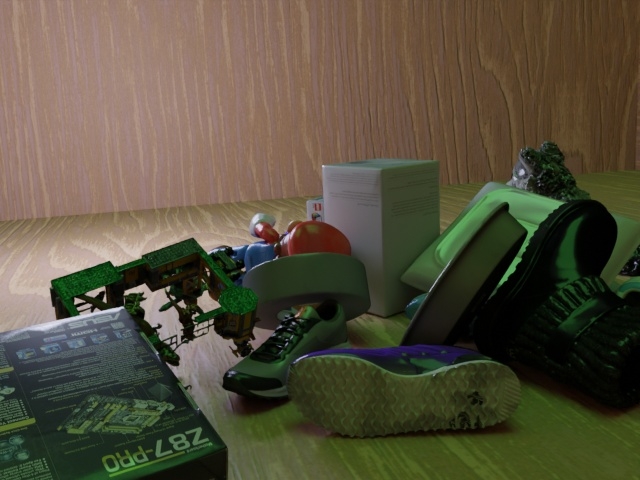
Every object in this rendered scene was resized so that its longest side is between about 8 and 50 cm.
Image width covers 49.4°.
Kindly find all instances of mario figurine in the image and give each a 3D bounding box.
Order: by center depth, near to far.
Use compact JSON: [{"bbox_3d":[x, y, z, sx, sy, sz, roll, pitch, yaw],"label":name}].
[{"bbox_3d":[-0.073,0.049,1.422,0.321,0.198,0.170,-13,26,31],"label":"mario figurine"}]

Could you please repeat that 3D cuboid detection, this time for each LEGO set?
[{"bbox_3d":[-0.266,0.152,1.109,0.331,0.192,0.255,-29,54,-37],"label":"LEGO set"}]

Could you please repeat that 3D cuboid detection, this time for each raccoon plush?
[{"bbox_3d":[0.655,-0.086,1.656,0.446,0.299,0.216,3,12,25],"label":"raccoon plush"}]

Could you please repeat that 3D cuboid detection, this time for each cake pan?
[{"bbox_3d":[0.223,0.077,1.069,0.054,0.293,0.293,36,25,17],"label":"cake pan"}]

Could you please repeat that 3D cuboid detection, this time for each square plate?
[{"bbox_3d":[0.382,0.013,1.314,0.344,0.049,0.347,21,52,37],"label":"square plate"}]

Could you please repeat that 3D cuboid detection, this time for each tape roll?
[{"bbox_3d":[-0.025,0.094,1.213,0.219,0.072,0.219,-6,-22,-2],"label":"tape roll"}]

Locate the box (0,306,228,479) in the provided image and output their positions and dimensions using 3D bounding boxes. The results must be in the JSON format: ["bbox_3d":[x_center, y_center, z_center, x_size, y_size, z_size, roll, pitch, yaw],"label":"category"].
[{"bbox_3d":[-0.339,0.210,0.716,0.395,0.097,0.318,-10,26,-33],"label":"box"}]

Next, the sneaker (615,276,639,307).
[{"bbox_3d":[0.622,0.123,1.186,0.237,0.085,0.086,13,45,45],"label":"sneaker"}]

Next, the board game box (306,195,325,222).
[{"bbox_3d":[0.061,-0.028,1.796,0.053,0.193,0.305,3,12,28],"label":"board game box"}]

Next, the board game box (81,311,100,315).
[{"bbox_3d":[-0.438,0.161,1.388,0.090,0.020,0.090,-12,13,-36],"label":"board game box"}]

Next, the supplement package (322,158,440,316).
[{"bbox_3d":[0.126,-0.015,1.433,0.178,0.292,0.175,-12,14,-40],"label":"supplement package"}]

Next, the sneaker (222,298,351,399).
[{"bbox_3d":[-0.050,0.162,1.053,0.100,0.108,0.271,7,15,34],"label":"sneaker"}]

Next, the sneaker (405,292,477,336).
[{"bbox_3d":[0.214,0.136,1.243,0.162,0.063,0.073,6,18,44],"label":"sneaker"}]

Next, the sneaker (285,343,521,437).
[{"bbox_3d":[0.103,0.188,0.927,0.293,0.102,0.146,2,6,3],"label":"sneaker"}]

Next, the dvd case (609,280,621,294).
[{"bbox_3d":[0.528,0.102,1.442,0.180,0.022,0.253,-2,11,1],"label":"dvd case"}]

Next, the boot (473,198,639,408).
[{"bbox_3d":[0.420,0.081,1.035,0.348,0.131,0.260,-50,29,-20],"label":"boot"}]

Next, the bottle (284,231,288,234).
[{"bbox_3d":[0.000,0.000,1.861,0.092,0.118,0.283,39,29,20],"label":"bottle"}]
